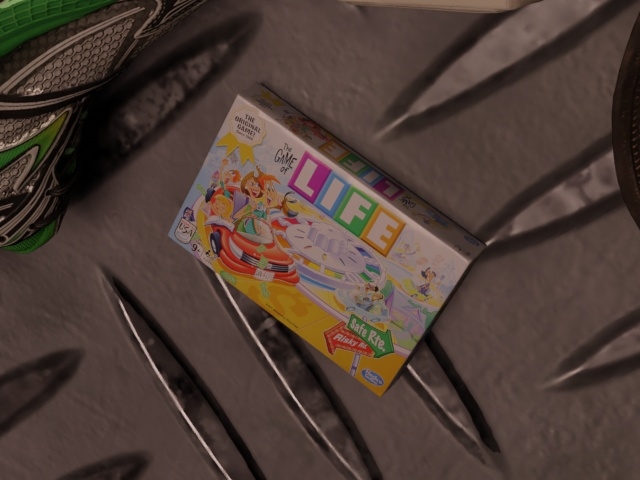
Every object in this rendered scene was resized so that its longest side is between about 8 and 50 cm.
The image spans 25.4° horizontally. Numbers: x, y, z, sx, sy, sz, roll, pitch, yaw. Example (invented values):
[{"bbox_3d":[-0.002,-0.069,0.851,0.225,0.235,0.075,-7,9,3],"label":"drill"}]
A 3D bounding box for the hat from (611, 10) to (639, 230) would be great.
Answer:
[{"bbox_3d":[0.263,-0.024,0.516,0.331,0.134,0.331,9,129,11],"label":"hat"}]

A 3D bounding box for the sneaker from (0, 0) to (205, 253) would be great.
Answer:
[{"bbox_3d":[-0.168,-0.084,0.794,0.343,0.134,0.146,-30,119,30],"label":"sneaker"}]

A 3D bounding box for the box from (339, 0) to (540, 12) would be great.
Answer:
[{"bbox_3d":[0.062,-0.241,0.595,0.094,0.113,0.275,9,113,35],"label":"box"}]

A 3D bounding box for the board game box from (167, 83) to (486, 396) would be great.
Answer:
[{"bbox_3d":[0.000,0.000,0.779,0.154,0.026,0.103,36,122,11],"label":"board game box"}]
